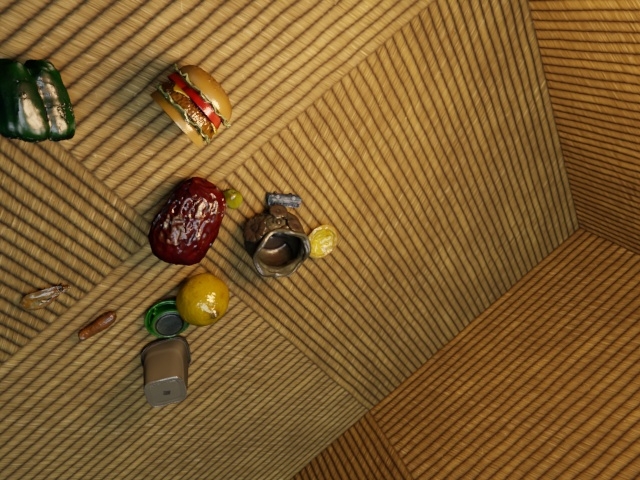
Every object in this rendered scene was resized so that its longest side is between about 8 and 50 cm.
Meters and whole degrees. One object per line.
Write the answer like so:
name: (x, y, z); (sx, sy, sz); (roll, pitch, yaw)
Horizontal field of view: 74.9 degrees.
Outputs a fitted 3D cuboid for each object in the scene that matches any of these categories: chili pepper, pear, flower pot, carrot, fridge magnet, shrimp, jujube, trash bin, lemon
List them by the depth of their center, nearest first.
chili pepper: (-0.905, -0.433, 1.309); (0.233, 0.249, 0.256); (-22, 123, -48)
shrimp: (-1.102, 0.225, 1.679); (0.190, 0.042, 0.101); (-26, 145, -12)
jujube: (-0.532, -0.065, 1.691); (0.259, 0.258, 0.376); (26, 109, -35)
pear: (-0.376, -0.181, 1.789); (0.092, 0.097, 0.092); (3, 82, -24)
carrot: (-0.968, 0.375, 1.814); (0.186, 0.060, 0.060); (-36, 126, -2)
lemon: (-0.521, 0.260, 1.868); (0.229, 0.253, 0.228); (-1, 114, -1)
flower pot: (-0.201, 0.002, 1.889); (0.302, 0.213, 0.301); (-13, 126, -18)
fridge magnet: (-0.697, 0.365, 1.923); (0.208, 0.088, 0.207); (-12, 120, -21)
trash bin: (-0.718, 0.615, 1.952); (0.220, 0.250, 0.219); (-12, 121, -13)

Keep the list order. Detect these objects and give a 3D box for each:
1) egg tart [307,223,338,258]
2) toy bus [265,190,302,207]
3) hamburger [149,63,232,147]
egg tart: (0.000, 0.000, 2.083); (0.191, 0.074, 0.191); (-12, 120, -22)
toy bus: (-0.169, -0.185, 1.916); (0.166, 0.047, 0.065); (2, 119, -28)
hamburger: (-0.440, -0.488, 1.485); (0.212, 0.274, 0.274); (-43, 126, -4)
